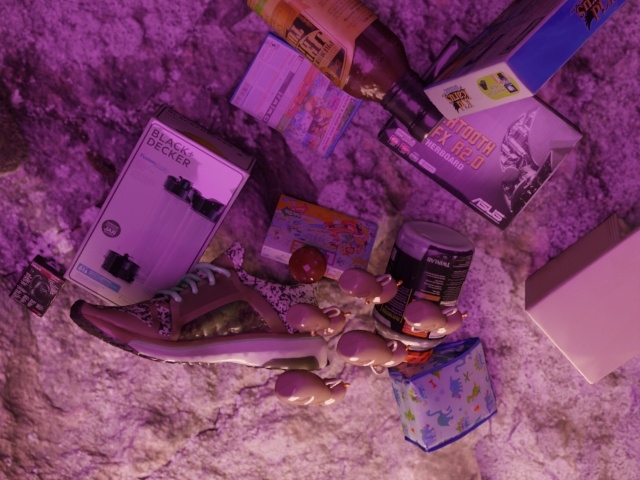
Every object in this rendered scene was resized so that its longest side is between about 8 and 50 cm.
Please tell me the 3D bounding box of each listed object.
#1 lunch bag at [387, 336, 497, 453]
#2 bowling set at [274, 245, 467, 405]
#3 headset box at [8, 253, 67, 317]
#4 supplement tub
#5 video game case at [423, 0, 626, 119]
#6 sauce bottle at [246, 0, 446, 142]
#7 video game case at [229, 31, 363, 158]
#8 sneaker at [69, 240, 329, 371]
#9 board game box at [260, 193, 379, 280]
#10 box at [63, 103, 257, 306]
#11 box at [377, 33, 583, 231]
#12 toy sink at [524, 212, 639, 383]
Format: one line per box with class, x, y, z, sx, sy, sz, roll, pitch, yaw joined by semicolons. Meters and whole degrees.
lunch bag;0.191;0.229;1.928;0.151;0.096;0.128;-21;107;-19
bowling set;0.049;0.096;1.792;0.287;0.154;0.199;-28;68;21
headset box;-0.432;0.067;1.966;0.062;0.032;0.083;34;107;-6
supplement tub;0.145;0.076;1.869;0.117;0.117;0.190;17;109;0
video game case;0.283;-0.274;1.621;0.269;0.244;0.061;-44;102;-14
sauce bottle;0.035;-0.273;1.742;0.344;0.111;0.111;42;107;3
video game case;-0.032;-0.209;1.846;0.166;0.015;0.119;30;108;-4
sneaker;-0.167;0.086;1.847;0.410;0.158;0.182;7;89;-33
board game box;0.000;0.000;1.866;0.154;0.103;0.026;18;142;-1
box;-0.238;-0.035;1.885;0.169;0.087;0.290;32;108;-5
box;0.227;-0.152;1.818;0.231;0.056;0.183;36;108;-7
toy sink;0.431;0.064;1.830;0.234;0.131;0.153;-40;100;21
